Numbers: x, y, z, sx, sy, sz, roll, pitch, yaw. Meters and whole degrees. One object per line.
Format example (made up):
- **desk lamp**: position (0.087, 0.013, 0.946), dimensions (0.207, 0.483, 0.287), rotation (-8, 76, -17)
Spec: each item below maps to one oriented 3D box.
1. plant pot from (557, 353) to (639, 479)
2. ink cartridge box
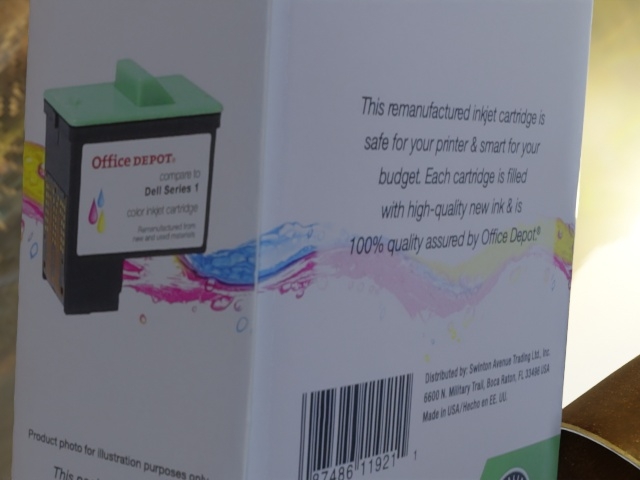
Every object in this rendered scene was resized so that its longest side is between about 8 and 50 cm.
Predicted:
- **plant pot**: position (0.283, 0.113, 0.854), dimensions (0.230, 0.215, 0.215), rotation (-41, 174, -15)
- **ink cartridge box**: position (0.000, 0.000, 0.529), dimensions (0.117, 0.278, 0.201), rotation (7, -174, 36)
